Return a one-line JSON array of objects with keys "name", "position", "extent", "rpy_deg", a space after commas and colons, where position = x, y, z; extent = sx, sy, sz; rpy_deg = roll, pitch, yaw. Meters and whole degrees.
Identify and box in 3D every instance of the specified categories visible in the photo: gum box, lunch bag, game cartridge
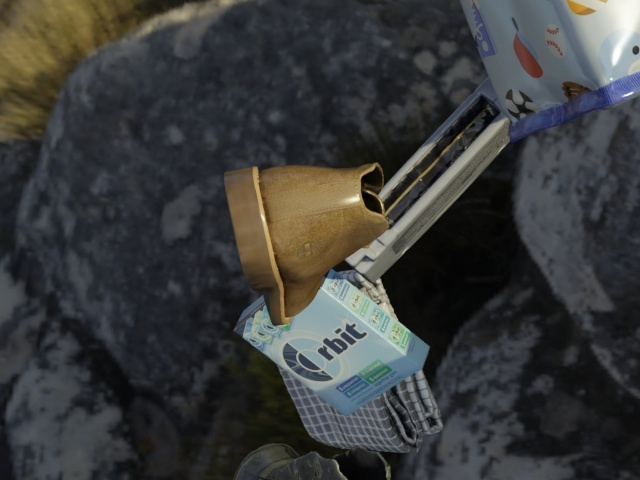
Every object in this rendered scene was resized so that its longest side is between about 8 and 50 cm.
[{"name": "gum box", "position": [0.012, 0.118, 1.536], "extent": [0.157, 0.184, 0.041], "rpy_deg": [-40, 18, 43]}, {"name": "lunch bag", "position": [0.300, -0.306, 1.123], "extent": [0.328, 0.385, 0.239], "rpy_deg": [67, 164, -4]}, {"name": "game cartridge", "position": [0.138, -0.074, 1.489], "extent": [0.060, 0.196, 0.294], "rpy_deg": [44, 90, 13]}]

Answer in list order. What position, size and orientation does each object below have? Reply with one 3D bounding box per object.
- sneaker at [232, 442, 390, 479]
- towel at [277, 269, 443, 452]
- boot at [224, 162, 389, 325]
[{"name": "sneaker", "position": [-0.013, 0.162, 0.587], "extent": [0.089, 0.051, 0.170], "rpy_deg": [32, 117, 53]}, {"name": "towel", "position": [0.039, 0.191, 1.970], "extent": [0.235, 0.121, 0.284], "rpy_deg": [-7, 110, 54]}, {"name": "boot", "position": [0.000, 0.000, 1.016], "extent": [0.115, 0.305, 0.112], "rpy_deg": [-13, 82, 0]}]
